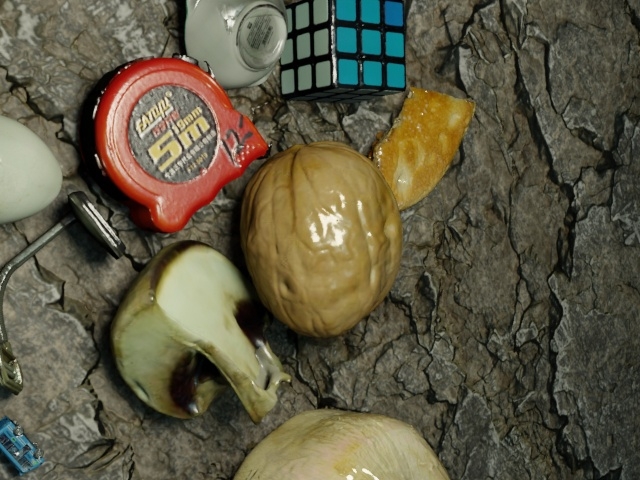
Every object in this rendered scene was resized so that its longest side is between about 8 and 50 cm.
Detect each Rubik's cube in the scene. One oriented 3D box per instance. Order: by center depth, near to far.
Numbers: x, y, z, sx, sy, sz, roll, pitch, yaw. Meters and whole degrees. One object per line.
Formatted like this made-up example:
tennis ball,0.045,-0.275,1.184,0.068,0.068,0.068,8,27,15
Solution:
Rubik's cube,0.036,-0.324,1.430,0.160,0.163,0.162,-5,92,-36

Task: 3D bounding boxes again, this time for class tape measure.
tape measure,-0.233,-0.156,1.276,0.253,0.114,0.260,-46,114,-24

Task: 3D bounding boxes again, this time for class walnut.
walnut,-0.002,0.000,1.360,0.251,0.277,0.313,-16,107,-14

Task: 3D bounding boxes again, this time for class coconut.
coconut,0.066,0.477,1.385,0.404,0.404,0.405,-3,95,-36

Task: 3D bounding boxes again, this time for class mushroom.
mushroom,-0.193,0.146,1.328,0.292,0.212,0.217,36,28,-21

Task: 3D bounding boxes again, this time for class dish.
dish,-0.107,-0.340,1.332,0.246,0.078,0.224,-56,140,-9

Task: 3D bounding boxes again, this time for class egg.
egg,-0.442,-0.094,1.102,0.209,0.151,0.151,12,86,-37

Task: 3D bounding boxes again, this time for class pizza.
pizza,0.176,-0.175,1.596,0.365,0.073,0.182,-52,122,-21

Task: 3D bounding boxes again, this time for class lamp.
lamp,-0.378,0.064,1.140,0.124,0.203,0.283,37,75,-12

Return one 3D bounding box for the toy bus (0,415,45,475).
toy bus,-0.435,0.295,1.204,0.046,0.038,0.083,-41,114,-22
